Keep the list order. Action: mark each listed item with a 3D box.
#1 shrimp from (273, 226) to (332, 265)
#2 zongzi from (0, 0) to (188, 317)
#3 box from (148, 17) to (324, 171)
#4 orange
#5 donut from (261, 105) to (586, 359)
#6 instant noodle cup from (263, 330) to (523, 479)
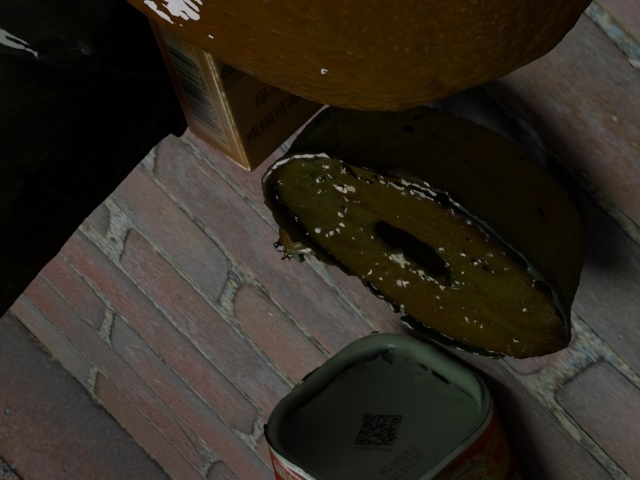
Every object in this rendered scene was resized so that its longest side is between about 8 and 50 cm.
[{"bbox_3d":[0.000,0.000,1.981,0.099,0.041,0.180,35,162,-11],"label":"shrimp"},{"bbox_3d":[-0.209,-0.078,1.593,0.207,0.432,0.403,13,174,8],"label":"zongzi"},{"bbox_3d":[-0.042,-0.199,1.438,0.076,0.174,0.274,34,159,30],"label":"box"},{"bbox_3d":[0.010,-0.234,1.064,0.322,0.322,0.357,25,161,48],"label":"orange"},{"bbox_3d":[0.091,-0.021,1.554,0.272,0.107,0.272,24,158,10],"label":"donut"},{"bbox_3d":[0.088,0.277,2.029,0.294,0.294,0.308,30,148,41],"label":"instant noodle cup"}]
